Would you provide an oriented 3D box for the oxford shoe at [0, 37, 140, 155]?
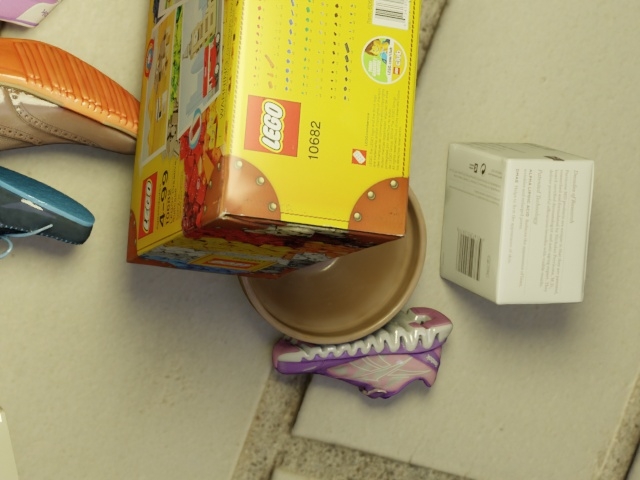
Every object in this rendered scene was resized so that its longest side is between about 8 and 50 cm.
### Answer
[{"bbox_3d":[-0.355,-0.153,1.821,0.363,0.130,0.133,18,114,-24],"label":"oxford shoe"}]

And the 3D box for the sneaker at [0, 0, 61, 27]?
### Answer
[{"bbox_3d":[-0.400,-0.340,1.770,0.282,0.102,0.161,36,91,-21],"label":"sneaker"}]

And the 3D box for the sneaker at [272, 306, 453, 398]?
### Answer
[{"bbox_3d":[0.055,0.153,2.027,0.236,0.095,0.105,-6,110,-19],"label":"sneaker"}]

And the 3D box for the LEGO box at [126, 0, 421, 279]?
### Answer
[{"bbox_3d":[-0.050,-0.231,1.696,0.193,0.372,0.500,8,80,-20],"label":"LEGO box"}]

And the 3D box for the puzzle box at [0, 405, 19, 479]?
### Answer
[{"bbox_3d":[-0.540,0.367,1.862,0.408,0.052,0.272,-12,98,-16],"label":"puzzle box"}]

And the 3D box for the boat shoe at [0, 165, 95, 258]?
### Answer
[{"bbox_3d":[-0.388,-0.042,1.842,0.258,0.109,0.089,21,100,-5],"label":"boat shoe"}]

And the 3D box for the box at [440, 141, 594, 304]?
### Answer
[{"bbox_3d":[0.241,-0.024,2.004,0.119,0.181,0.182,0,100,-20],"label":"box"}]

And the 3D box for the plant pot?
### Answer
[{"bbox_3d":[0.000,0.000,1.965,0.237,0.110,0.237,-4,102,-19],"label":"plant pot"}]
